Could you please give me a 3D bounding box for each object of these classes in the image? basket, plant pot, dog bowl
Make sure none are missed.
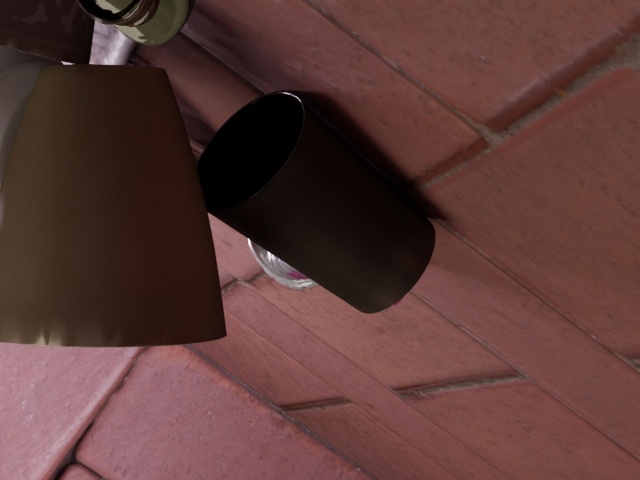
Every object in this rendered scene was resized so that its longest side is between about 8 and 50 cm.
[{"bbox_3d":[0.003,-0.033,1.825,0.227,0.154,0.204,37,169,-26],"label":"basket"},{"bbox_3d":[-0.221,-0.039,1.730,0.256,0.274,0.256,1,-178,0],"label":"plant pot"},{"bbox_3d":[-0.387,-0.281,1.741,0.348,0.102,0.349,19,-173,-2],"label":"dog bowl"}]

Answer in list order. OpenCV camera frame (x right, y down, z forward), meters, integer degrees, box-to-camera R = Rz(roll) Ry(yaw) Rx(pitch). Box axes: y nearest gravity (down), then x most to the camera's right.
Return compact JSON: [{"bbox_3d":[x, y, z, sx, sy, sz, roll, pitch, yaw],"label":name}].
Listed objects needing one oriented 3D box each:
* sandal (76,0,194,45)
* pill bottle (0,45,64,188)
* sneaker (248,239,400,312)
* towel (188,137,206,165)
[{"bbox_3d":[-0.175,-0.233,1.422,0.120,0.086,0.303,33,167,5],"label":"sandal"},{"bbox_3d":[-0.415,-0.139,1.939,0.392,0.224,0.224,19,160,38],"label":"pill bottle"},{"bbox_3d":[0.000,0.000,2.072,0.252,0.103,0.111,13,152,42],"label":"sneaker"},{"bbox_3d":[-0.285,-0.136,2.177,0.331,0.053,0.317,13,168,44],"label":"towel"}]
